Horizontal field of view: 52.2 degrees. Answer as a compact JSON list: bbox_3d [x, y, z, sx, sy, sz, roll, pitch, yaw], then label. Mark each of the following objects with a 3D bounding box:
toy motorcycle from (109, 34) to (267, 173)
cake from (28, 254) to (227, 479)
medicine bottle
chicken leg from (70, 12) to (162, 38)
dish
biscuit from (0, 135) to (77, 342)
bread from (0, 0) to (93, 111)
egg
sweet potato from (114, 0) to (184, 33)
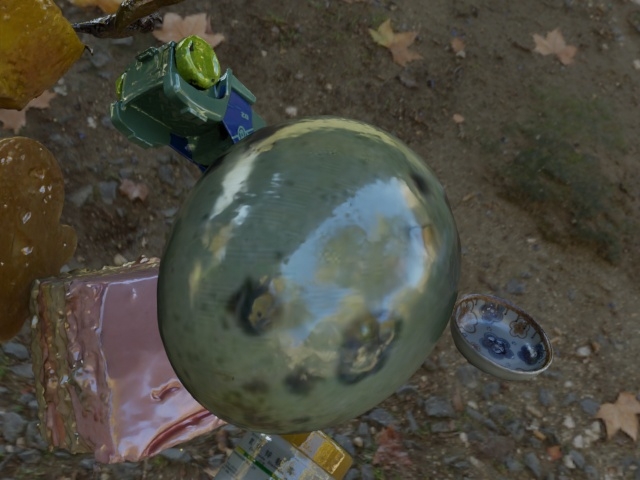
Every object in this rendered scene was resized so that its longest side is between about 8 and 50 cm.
[{"bbox_3d":[-0.223,-0.222,1.260,0.326,0.191,0.199,31,51,-48],"label":"toy motorcycle"},{"bbox_3d":[-0.323,0.186,1.123,0.293,0.307,0.314,-11,92,-41],"label":"cake"},{"bbox_3d":[-0.085,0.516,1.466,0.238,0.238,0.232,37,72,1],"label":"medicine bottle"},{"bbox_3d":[-0.465,-0.466,1.418,0.254,0.106,0.051,-5,100,8],"label":"chicken leg"},{"bbox_3d":[0.226,0.147,0.871,0.141,0.078,0.141,14,34,-10],"label":"dish"},{"bbox_3d":[-0.536,-0.005,1.147,0.052,0.275,0.354,7,108,17],"label":"biscuit"},{"bbox_3d":[-0.542,-0.380,0.967,0.215,0.398,0.398,-37,83,-9],"label":"bread"},{"bbox_3d":[-0.010,0.036,0.779,0.345,0.345,0.428,31,34,-1],"label":"egg"},{"bbox_3d":[-0.244,-0.444,1.120,0.274,0.067,0.067,-33,81,3],"label":"sweet potato"}]
